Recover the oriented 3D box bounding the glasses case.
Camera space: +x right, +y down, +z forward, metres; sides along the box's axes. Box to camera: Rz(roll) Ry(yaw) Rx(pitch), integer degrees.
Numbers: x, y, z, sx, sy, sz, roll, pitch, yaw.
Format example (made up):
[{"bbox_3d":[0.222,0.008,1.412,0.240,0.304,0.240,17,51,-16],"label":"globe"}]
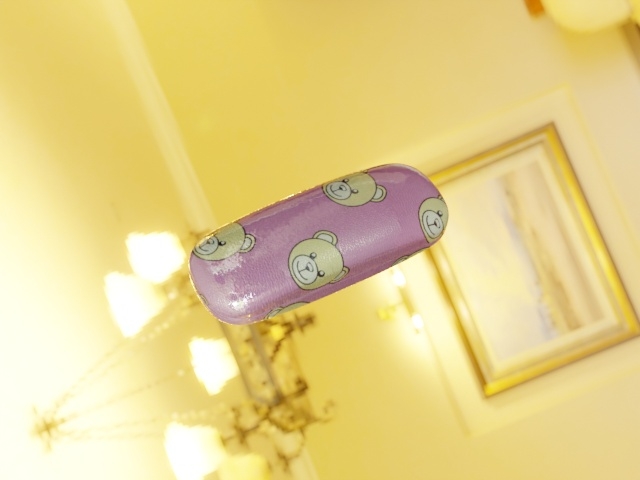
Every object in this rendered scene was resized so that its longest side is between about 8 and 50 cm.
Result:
[{"bbox_3d":[0.000,0.000,1.600,0.123,0.316,0.076,57,159,29],"label":"glasses case"}]
